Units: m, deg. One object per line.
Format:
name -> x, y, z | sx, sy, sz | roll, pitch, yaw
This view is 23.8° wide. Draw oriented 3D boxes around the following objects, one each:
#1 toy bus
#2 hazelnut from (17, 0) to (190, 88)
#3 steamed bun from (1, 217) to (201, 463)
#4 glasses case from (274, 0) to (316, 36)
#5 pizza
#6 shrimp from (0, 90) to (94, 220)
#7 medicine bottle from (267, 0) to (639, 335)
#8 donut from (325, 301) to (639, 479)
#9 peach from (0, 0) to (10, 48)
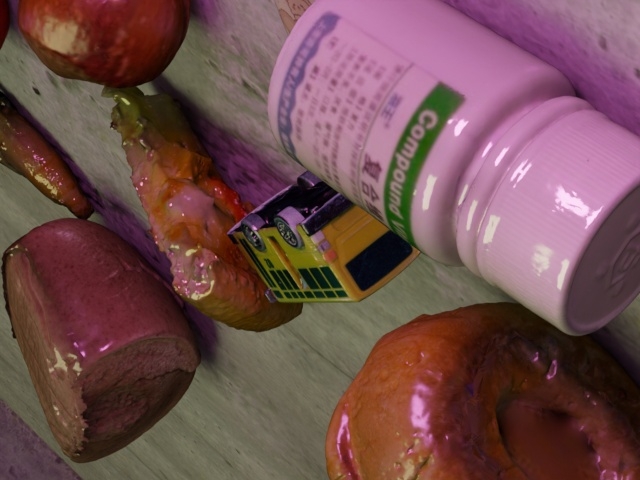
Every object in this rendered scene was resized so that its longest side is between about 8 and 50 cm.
toy bus -> 0.000, 0.000, 1.253 | 0.101, 0.088, 0.175 | 56, 159, -11
hazelnut -> -0.176, -0.198, 1.228 | 0.154, 0.143, 0.143 | 51, 168, 53
steamed bun -> -0.262, 0.109, 1.868 | 0.251, 0.199, 0.301 | 60, 157, 26
glasses case -> 0.001, -0.173, 1.000 | 0.081, 0.051, 0.204 | 34, 155, 40
pizza -> -0.116, -0.043, 1.402 | 0.287, 0.075, 0.280 | 58, -170, 6
shrimp -> -0.383, -0.116, 1.896 | 0.262, 0.066, 0.117 | 48, 160, 12
medicine bottle -> 0.091, -0.053, 0.903 | 0.237, 0.139, 0.139 | 37, 156, 30
donut -> 0.140, 0.156, 1.067 | 0.261, 0.208, 0.128 | 39, 148, -8
peach -> -0.451, -0.226, 1.609 | 0.196, 0.226, 0.190 | 12, 134, 59
